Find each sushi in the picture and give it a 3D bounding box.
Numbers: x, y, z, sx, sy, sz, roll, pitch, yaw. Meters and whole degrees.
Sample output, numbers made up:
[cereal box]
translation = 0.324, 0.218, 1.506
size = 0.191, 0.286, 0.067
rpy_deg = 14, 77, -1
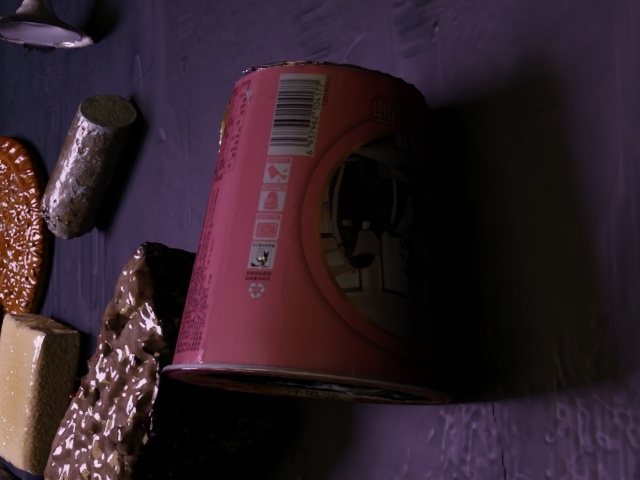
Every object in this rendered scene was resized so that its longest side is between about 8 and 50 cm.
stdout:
[sushi]
translation = -0.159, 0.182, 1.167
size = 0.211, 0.170, 0.350
rpy_deg = 43, 119, 48

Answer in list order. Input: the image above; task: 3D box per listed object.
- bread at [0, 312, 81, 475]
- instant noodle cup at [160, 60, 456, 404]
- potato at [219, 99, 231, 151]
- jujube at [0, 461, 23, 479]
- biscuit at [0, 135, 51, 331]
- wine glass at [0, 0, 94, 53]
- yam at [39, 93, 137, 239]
[bread]
translation = -0.365, 0.193, 1.514
size = 0.125, 0.068, 0.188
rpy_deg = 17, 101, 51
[instant noodle cup]
translation = 0.000, 0.000, 0.962
size = 0.244, 0.244, 0.255
rpy_deg = -11, 70, 51
[potato]
translation = -0.066, -0.062, 1.167
size = 0.119, 0.054, 0.198
rpy_deg = -11, 78, 54
[jujube]
translation = -0.426, 0.417, 1.452
size = 0.226, 0.226, 0.317
rpy_deg = -57, 50, 32
[biscuit]
translation = -0.459, 0.004, 1.677
size = 0.305, 0.038, 0.305
rpy_deg = -7, 81, 52
[wine glass]
translation = -0.344, -0.402, 1.489
size = 0.143, 0.143, 0.321
rpy_deg = 1, 88, 52
[yam]
translation = -0.281, -0.088, 1.428
size = 0.078, 0.078, 0.179
rpy_deg = 54, 126, 40
